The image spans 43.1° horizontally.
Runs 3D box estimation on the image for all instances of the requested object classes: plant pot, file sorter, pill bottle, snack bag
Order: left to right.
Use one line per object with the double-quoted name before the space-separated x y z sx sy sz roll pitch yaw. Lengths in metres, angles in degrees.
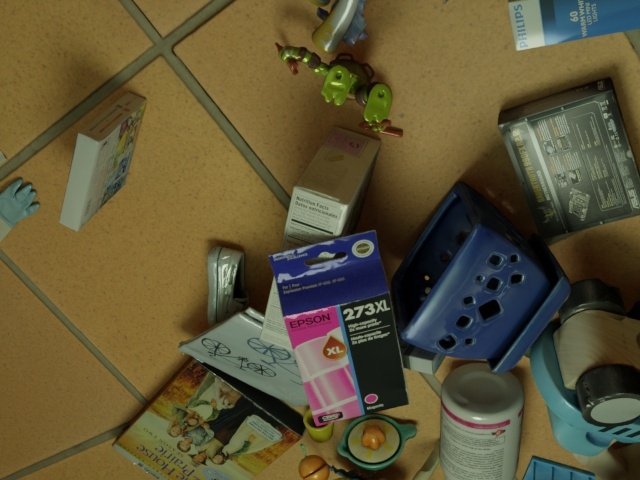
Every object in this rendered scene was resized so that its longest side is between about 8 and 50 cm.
"snack bag" -0.092 0.248 1.640 0.323 0.037 0.342 30 150 -18
"pill bottle" 0.320 0.401 1.631 0.160 0.160 0.283 5 123 14
"plant pot" 0.271 0.071 1.365 0.212 0.236 0.236 28 108 -11
"file sorter" 0.512 0.553 1.707 0.170 0.104 0.118 15 125 7

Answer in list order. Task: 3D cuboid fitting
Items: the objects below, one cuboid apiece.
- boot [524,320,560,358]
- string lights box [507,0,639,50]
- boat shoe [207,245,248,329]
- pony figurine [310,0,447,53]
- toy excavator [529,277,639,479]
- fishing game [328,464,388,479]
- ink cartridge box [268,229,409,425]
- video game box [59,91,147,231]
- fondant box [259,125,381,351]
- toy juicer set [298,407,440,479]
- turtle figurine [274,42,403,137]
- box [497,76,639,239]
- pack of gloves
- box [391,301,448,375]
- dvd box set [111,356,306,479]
"boot" 0.383 0.156 1.515 0.208 0.076 0.190 28 124 6
"string lights box" 0.402 -0.343 1.135 0.259 0.133 0.077 -6 121 20
"boat shoe" -0.184 0.119 1.643 0.075 0.083 0.226 6 123 14
"pony figurine" 0.053 -0.441 1.122 0.351 0.303 0.363 39 140 0
"toy excavator" 0.518 0.308 1.453 0.432 0.222 0.445 14 138 -18
"fishing game" 0.111 0.527 1.802 0.264 0.041 0.189 10 165 29
"ink cartridge box" 0.039 0.157 1.349 0.175 0.069 0.371 -13 127 1
"video game box" -0.394 -0.146 1.472 0.048 0.187 0.205 27 125 2
"fondant box" 0.000 0.000 1.416 0.096 0.238 0.330 20 126 6
"toy juicer set" 0.106 0.456 1.701 0.328 0.209 0.090 5 132 15
"turtle figurine" 0.054 -0.242 1.285 0.269 0.217 0.087 36 99 -17
"box" 0.414 -0.127 1.320 0.183 0.056 0.231 -16 116 26
"pack of gloves" -0.710 -0.090 1.689 0.232 0.046 0.195 -33 107 31
"box" 0.153 0.177 1.518 0.186 0.145 0.038 9 124 30
"dvd box set" -0.269 0.455 1.903 0.307 0.062 0.420 39 124 -9
